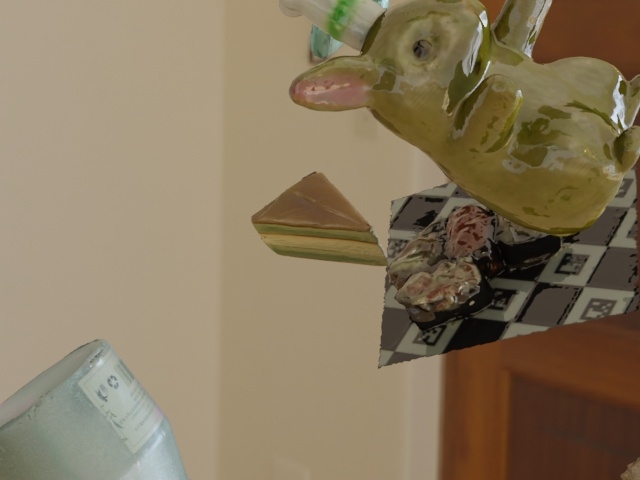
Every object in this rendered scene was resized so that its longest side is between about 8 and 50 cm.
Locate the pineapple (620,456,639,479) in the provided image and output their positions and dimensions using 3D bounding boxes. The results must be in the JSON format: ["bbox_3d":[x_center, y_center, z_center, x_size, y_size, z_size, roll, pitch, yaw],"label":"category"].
[{"bbox_3d":[0.247,0.219,1.161,0.058,0.124,0.058,1,43,-1],"label":"pineapple"}]

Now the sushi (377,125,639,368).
[{"bbox_3d":[0.190,-0.014,1.599,0.292,0.059,0.294,-15,36,19],"label":"sushi"}]

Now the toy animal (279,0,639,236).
[{"bbox_3d":[0.127,-0.148,1.357,0.363,0.180,0.181,33,40,-11],"label":"toy animal"}]

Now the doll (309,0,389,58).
[{"bbox_3d":[0.019,-0.276,1.726,0.159,0.158,0.059,24,52,35],"label":"doll"}]

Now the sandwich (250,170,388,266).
[{"bbox_3d":[0.000,0.000,1.946,0.113,0.079,0.163,-35,41,-6],"label":"sandwich"}]

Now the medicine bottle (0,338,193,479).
[{"bbox_3d":[-0.307,0.317,2.082,0.245,0.290,0.245,-35,8,6],"label":"medicine bottle"}]
